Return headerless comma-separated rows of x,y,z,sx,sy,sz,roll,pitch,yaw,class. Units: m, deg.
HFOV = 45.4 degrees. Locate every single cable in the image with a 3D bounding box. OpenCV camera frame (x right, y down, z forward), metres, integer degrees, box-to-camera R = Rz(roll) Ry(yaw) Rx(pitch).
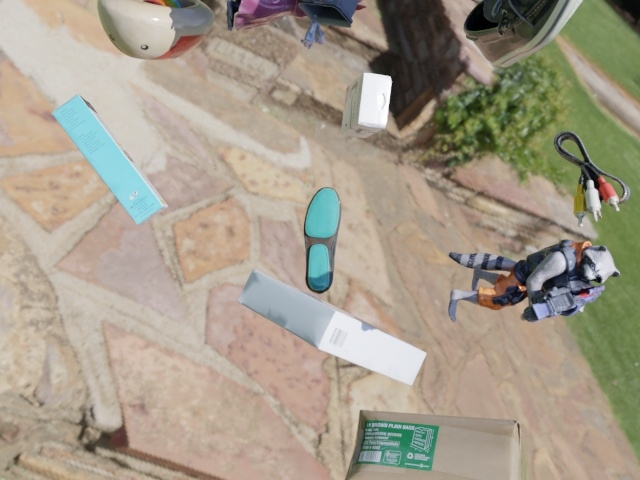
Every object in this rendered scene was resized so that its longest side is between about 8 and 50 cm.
0.676,-0.175,1.924,0.072,0.140,0.287,26,46,-51,cable

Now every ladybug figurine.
-0.474,-0.628,2.222,0.305,0.161,0.449,18,24,8,ladybug figurine

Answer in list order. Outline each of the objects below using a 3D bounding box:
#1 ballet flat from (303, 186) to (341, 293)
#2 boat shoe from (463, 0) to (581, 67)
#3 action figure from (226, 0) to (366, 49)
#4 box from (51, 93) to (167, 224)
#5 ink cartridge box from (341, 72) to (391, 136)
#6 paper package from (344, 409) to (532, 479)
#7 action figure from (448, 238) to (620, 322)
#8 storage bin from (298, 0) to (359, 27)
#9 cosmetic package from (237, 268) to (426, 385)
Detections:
0.000,0.000,2.018,0.095,0.280,0.096,8,-1,4,ballet flat
0.430,-0.499,1.605,0.156,0.186,0.500,34,-6,-6,boat shoe
-0.063,-0.640,1.998,0.371,0.275,0.248,-6,16,-8,action figure
-0.376,-0.142,1.381,0.244,0.060,0.100,53,-4,-5,box
0.137,-0.410,2.344,0.092,0.158,0.218,7,-2,-14,ink cartridge box
0.247,0.485,1.519,0.309,0.325,0.168,66,31,-43,paper package
0.414,0.075,1.518,0.341,0.330,0.178,-1,78,-60,action figure
0.026,-0.575,1.818,0.135,0.091,0.098,20,-10,40,storage bin
0.031,0.205,1.786,0.284,0.097,0.377,21,-6,43,cosmetic package
